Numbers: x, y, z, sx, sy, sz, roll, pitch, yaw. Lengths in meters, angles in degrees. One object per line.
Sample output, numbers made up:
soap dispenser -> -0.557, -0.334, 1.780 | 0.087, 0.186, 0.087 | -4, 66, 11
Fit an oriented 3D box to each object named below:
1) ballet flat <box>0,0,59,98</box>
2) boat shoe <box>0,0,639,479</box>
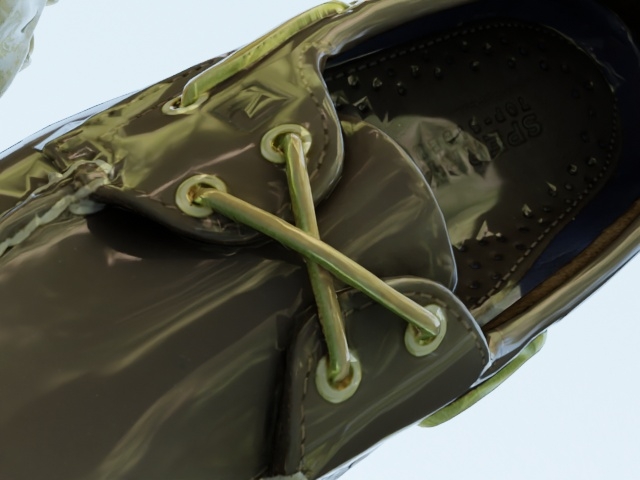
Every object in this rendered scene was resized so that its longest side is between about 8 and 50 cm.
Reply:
ballet flat -> -0.160, -0.138, 0.927 | 0.086, 0.086, 0.248 | -5, -148, 10
boat shoe -> 0.000, 0.000, 0.453 | 0.324, 0.097, 0.116 | -29, -92, -41
